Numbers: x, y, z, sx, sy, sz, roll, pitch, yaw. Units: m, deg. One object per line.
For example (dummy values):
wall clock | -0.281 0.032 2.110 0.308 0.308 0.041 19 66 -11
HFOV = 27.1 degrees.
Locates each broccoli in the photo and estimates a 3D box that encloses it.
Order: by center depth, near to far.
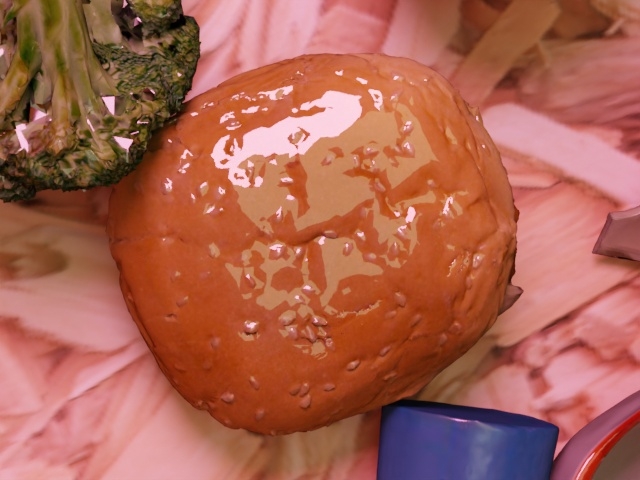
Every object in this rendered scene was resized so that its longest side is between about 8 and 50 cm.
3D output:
broccoli | -0.221 -0.165 0.849 0.308 0.275 0.307 0 59 0

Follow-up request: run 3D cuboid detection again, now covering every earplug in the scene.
earplug | 0.092 0.262 0.983 0.132 0.132 0.272 9 88 -15

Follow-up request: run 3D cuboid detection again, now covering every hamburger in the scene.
hamburger | -0.001 0.000 0.942 0.283 0.144 0.259 -29 93 -8

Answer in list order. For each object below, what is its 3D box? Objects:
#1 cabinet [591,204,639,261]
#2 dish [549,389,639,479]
cabinet | 0.415 0.019 0.962 0.318 0.290 0.227 11 123 -16
dish | 0.279 0.226 1.038 0.256 0.117 0.256 1 86 -17
